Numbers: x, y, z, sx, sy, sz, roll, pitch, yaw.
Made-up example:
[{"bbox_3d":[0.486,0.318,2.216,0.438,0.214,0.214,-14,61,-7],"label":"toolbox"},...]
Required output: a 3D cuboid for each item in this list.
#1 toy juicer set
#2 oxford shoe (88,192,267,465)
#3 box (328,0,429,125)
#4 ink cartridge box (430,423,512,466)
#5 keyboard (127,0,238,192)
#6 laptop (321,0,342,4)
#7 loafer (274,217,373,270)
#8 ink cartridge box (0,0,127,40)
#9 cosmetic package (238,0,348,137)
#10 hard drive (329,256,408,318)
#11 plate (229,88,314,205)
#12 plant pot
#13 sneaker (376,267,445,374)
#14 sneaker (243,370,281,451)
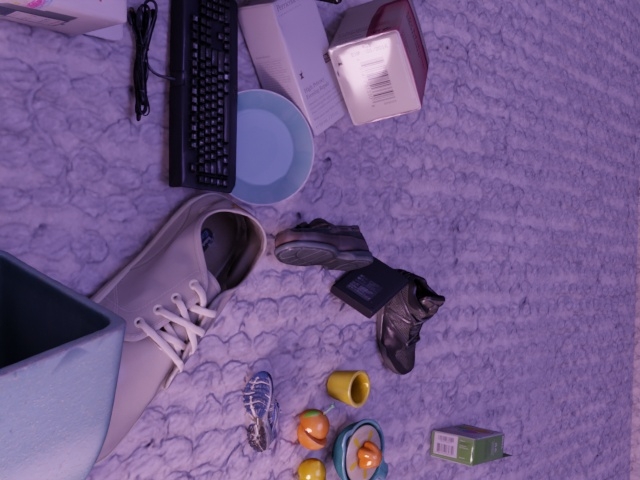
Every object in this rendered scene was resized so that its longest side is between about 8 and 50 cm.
[{"bbox_3d":[0.054,0.421,1.466,0.209,0.089,0.329,-38,121,-43],"label":"toy juicer set"},{"bbox_3d":[-0.217,0.107,1.090,0.449,0.130,0.169,-58,134,-30],"label":"oxford shoe"},{"bbox_3d":[0.111,-0.328,1.405,0.232,0.127,0.148,-72,145,-55],"label":"box"},{"bbox_3d":[0.353,0.466,1.818,0.209,0.109,0.062,9,86,-51],"label":"ink cartridge box"},{"bbox_3d":[-0.195,-0.234,1.156,0.201,0.033,0.317,3,85,-46],"label":"keyboard"},{"bbox_3d":[-0.016,-0.592,1.168,0.236,0.408,0.382,-26,120,-14],"label":"laptop"},{"bbox_3d":[0.000,0.000,1.395,0.267,0.096,0.084,14,61,-57],"label":"loafer"},{"bbox_3d":[-0.341,-0.366,0.917,0.353,0.119,0.207,-1,92,-51],"label":"ink cartridge box"},{"bbox_3d":[-0.043,-0.298,1.316,0.117,0.085,0.231,-45,126,-41],"label":"cosmetic package"},{"bbox_3d":[0.095,0.085,1.498,0.135,0.094,0.022,-36,150,-44],"label":"hard drive"},{"bbox_3d":[-0.098,-0.148,1.262,0.188,0.024,0.188,1,87,-27],"label":"plate"},{"bbox_3d":[-0.374,0.188,0.823,0.247,0.248,0.252,-23,127,-48],"label":"plant pot"},{"bbox_3d":[0.182,0.169,1.581,0.087,0.130,0.227,-17,107,-47],"label":"sneaker"},{"bbox_3d":[-0.093,0.280,1.317,0.058,0.052,0.135,-15,111,-60],"label":"sneaker"}]
